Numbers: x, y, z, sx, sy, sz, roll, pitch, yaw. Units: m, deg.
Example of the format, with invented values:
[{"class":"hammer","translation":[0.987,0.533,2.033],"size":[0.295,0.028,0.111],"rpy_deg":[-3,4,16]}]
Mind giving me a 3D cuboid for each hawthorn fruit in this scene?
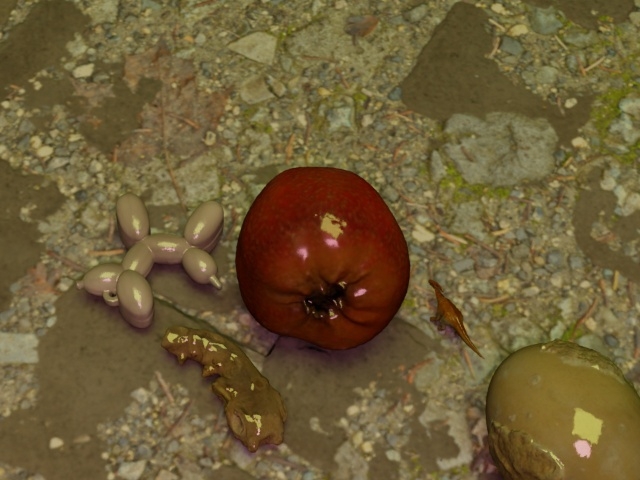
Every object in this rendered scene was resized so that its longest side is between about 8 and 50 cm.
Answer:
[{"class":"hawthorn fruit","translation":[0.000,0.000,1.355],"size":[0.197,0.196,0.225],"rpy_deg":[0,40,-6]}]

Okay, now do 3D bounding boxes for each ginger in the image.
[{"class":"ginger","translation":[-0.095,0.151,1.320],"size":[0.069,0.051,0.173],"rpy_deg":[-30,59,-30]}]

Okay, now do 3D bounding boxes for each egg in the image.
[{"class":"egg","translation":[0.248,0.191,1.256],"size":[0.164,0.164,0.201],"rpy_deg":[-16,45,-16]}]

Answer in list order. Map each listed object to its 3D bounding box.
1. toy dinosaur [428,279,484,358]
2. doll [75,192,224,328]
[{"class":"toy dinosaur","translation":[0.147,0.093,1.387],"size":[0.026,0.041,0.113],"rpy_deg":[-18,64,-21]},{"class":"doll","translation":[-0.188,0.023,1.388],"size":[0.161,0.059,0.160],"rpy_deg":[4,54,-4]}]
